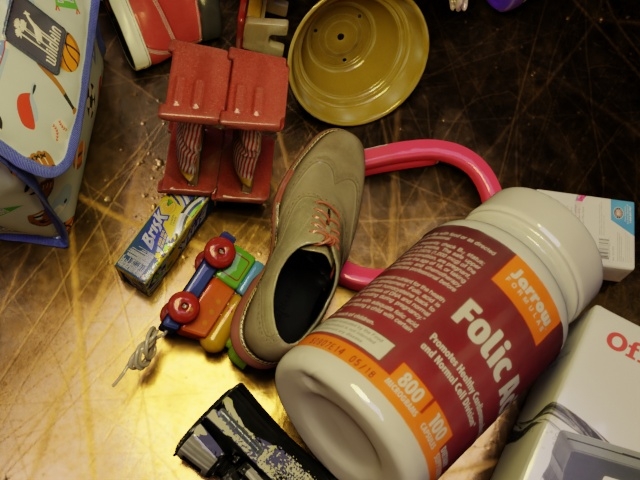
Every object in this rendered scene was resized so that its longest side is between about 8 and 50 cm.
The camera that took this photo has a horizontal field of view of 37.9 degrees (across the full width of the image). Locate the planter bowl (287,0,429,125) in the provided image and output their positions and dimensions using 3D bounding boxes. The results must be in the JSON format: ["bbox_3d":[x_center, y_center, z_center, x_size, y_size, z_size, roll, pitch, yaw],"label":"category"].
[{"bbox_3d":[0.042,-0.285,1.365,0.217,0.217,0.090,-18,37,-11],"label":"planter bowl"}]

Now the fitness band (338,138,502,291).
[{"bbox_3d":[0.119,-0.035,1.330,0.290,0.054,0.209,-11,74,-7],"label":"fitness band"}]

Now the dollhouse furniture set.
[{"bbox_3d":[-0.122,-0.256,1.273,0.152,0.201,0.374,7,61,-6],"label":"dollhouse furniture set"}]

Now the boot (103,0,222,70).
[{"bbox_3d":[-0.240,-0.395,1.366,0.176,0.088,0.244,-26,113,-14],"label":"boot"}]

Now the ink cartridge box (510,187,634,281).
[{"bbox_3d":[0.350,-0.009,1.330,0.181,0.061,0.104,8,70,-2],"label":"ink cartridge box"}]

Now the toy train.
[{"bbox_3d":[-0.146,0.125,1.231,0.143,0.105,0.248,34,71,-6],"label":"toy train"}]

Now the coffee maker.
[{"bbox_3d":[-0.069,0.271,1.183,0.178,0.120,0.171,45,48,10],"label":"coffee maker"}]

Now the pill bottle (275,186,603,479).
[{"bbox_3d":[0.156,0.115,1.132,0.392,0.224,0.224,-38,77,-27],"label":"pill bottle"}]

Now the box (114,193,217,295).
[{"bbox_3d":[-0.212,-0.011,1.287,0.054,0.059,0.169,32,71,8],"label":"box"}]

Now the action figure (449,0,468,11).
[{"bbox_3d":[0.125,-0.482,1.342,0.370,0.248,0.276,-1,91,8],"label":"action figure"}]

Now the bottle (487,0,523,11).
[{"bbox_3d":[0.376,-0.472,1.467,0.282,0.118,0.092,-36,81,-14],"label":"bottle"}]

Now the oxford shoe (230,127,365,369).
[{"bbox_3d":[0.000,0.000,1.197,0.123,0.130,0.348,25,69,-19],"label":"oxford shoe"}]

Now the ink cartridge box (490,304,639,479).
[{"bbox_3d":[0.371,0.324,1.157,0.285,0.166,0.395,28,70,5],"label":"ink cartridge box"}]

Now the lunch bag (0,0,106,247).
[{"bbox_3d":[-0.403,-0.204,1.170,0.238,0.385,0.328,5,69,-2],"label":"lunch bag"}]
